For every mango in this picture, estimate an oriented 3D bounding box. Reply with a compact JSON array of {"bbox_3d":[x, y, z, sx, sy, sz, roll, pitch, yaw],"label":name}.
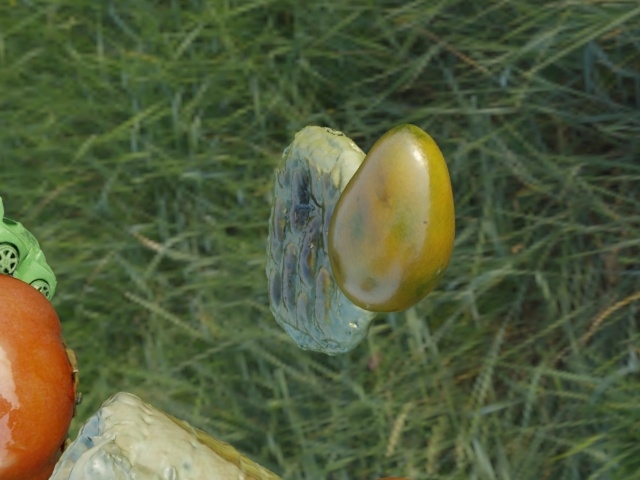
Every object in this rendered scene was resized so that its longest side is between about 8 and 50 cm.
[{"bbox_3d":[0.061,-0.012,1.145,0.111,0.089,0.163,52,140,22],"label":"mango"}]

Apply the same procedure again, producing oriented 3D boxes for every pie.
[{"bbox_3d":[0.000,0.000,1.708,0.306,0.071,0.306,15,108,60],"label":"pie"}]

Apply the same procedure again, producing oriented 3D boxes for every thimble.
[{"bbox_3d":[-0.100,0.178,0.876,0.143,0.137,0.190,31,151,-7],"label":"thimble"}]

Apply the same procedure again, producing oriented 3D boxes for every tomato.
[{"bbox_3d":[-0.361,0.160,1.436,0.256,0.224,0.256,175,90,-65],"label":"tomato"}]

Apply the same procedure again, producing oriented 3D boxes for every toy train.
[{"bbox_3d":[-0.355,0.012,1.569,0.099,0.149,0.081,16,70,40],"label":"toy train"}]

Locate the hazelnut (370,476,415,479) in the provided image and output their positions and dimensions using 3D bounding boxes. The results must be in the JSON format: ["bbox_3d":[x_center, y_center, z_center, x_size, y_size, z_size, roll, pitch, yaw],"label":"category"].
[{"bbox_3d":[0.087,0.338,1.559,0.150,0.150,0.150,11,105,47],"label":"hazelnut"}]
